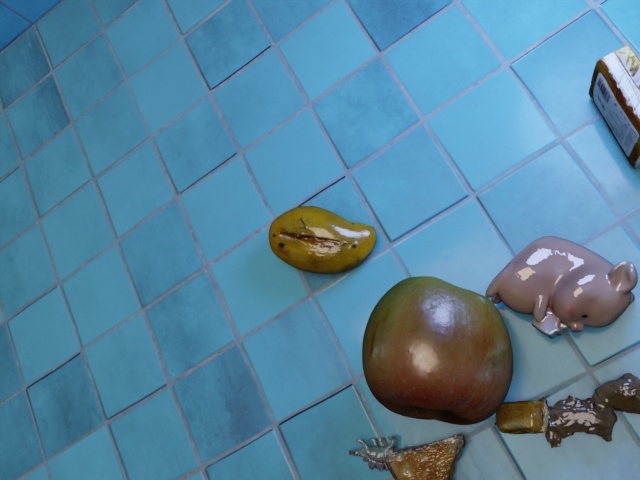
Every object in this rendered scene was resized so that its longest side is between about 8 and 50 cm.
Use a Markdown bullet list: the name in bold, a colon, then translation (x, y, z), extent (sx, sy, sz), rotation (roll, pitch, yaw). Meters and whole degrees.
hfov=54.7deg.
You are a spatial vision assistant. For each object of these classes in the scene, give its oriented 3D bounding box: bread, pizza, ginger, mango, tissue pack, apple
- **bread**: translation (0.445, 0.391, 1.371), extent (0.132, 0.053, 0.074), rotation (-34, 46, 57)
- **pizza**: translation (0.263, 0.513, 1.437), extent (0.185, 0.052, 0.195), rotation (44, 99, 3)
- **ginger**: translation (0.616, 0.360, 1.320), extent (0.290, 0.084, 0.122), rotation (-22, 64, 16)
- **mango**: translation (-0.003, -0.001, 1.641), extent (0.294, 0.120, 0.177), rotation (8, 83, 24)
- **tissue pack**: translation (0.694, -0.291, 1.384), extent (0.092, 0.183, 0.226), rotation (-27, 69, 10)
- **apple**: translation (0.258, 0.237, 1.373), extent (0.338, 0.338, 0.305), rotation (2, 63, 23)

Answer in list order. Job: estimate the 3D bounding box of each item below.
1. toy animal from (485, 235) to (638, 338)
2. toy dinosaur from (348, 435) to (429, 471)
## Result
- **toy animal**: translation (0.528, 0.105, 1.353), extent (0.256, 0.195, 0.213), rotation (34, 86, 28)
- **toy dinosaur**: translation (0.168, 0.513, 1.495), extent (0.208, 0.039, 0.082), rotation (-13, 73, 17)
